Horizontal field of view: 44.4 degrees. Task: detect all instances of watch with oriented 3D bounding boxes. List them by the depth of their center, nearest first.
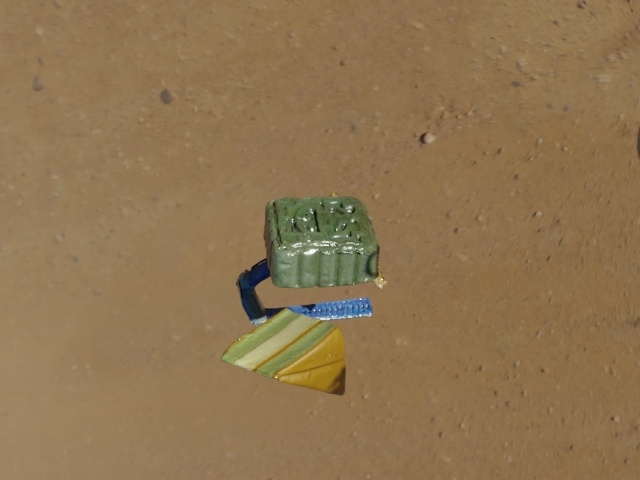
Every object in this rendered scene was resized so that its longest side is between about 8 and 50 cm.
[{"bbox_3d":[-0.042,0.126,1.850,0.275,0.068,0.276,-26,130,2],"label":"watch"}]

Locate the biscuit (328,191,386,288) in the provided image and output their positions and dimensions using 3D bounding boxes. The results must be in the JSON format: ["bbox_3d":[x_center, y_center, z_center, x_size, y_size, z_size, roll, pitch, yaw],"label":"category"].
[{"bbox_3d":[0.075,-0.005,1.597,0.025,0.231,0.131,-34,123,11],"label":"biscuit"}]

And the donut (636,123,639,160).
[{"bbox_3d":[0.803,-0.206,1.478,0.383,0.142,0.382,-3,84,31],"label":"donut"}]

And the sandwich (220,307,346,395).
[{"bbox_3d":[-0.054,0.206,1.187,0.117,0.187,0.144,13,116,30],"label":"sandwich"}]

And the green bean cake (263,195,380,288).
[{"bbox_3d":[0.000,0.000,1.319,0.183,0.185,0.094,0,124,-8],"label":"green bean cake"}]
